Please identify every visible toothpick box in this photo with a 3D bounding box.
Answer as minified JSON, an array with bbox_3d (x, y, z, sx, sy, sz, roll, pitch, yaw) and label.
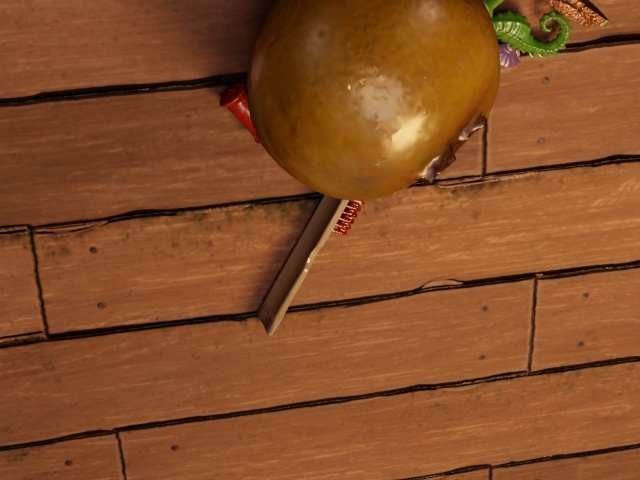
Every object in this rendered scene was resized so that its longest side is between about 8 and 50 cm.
[{"bbox_3d":[-0.095,-0.174,1.682,0.047,0.047,0.083,-39,120,11],"label":"toothpick box"}]

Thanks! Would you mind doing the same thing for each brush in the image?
[{"bbox_3d":[0.000,0.000,1.802,0.050,0.060,0.321,16,116,-32],"label":"brush"}]

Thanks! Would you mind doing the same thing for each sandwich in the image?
[{"bbox_3d":[0.328,-0.325,1.671,0.135,0.067,0.029,21,119,-35],"label":"sandwich"}]

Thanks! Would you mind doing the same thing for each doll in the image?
[{"bbox_3d":[0.253,-0.293,1.688,0.190,0.050,0.115,18,122,-23],"label":"doll"}]

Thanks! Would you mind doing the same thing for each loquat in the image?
[{"bbox_3d":[0.051,-0.224,1.548,0.328,0.328,0.359,-44,77,14],"label":"loquat"}]
